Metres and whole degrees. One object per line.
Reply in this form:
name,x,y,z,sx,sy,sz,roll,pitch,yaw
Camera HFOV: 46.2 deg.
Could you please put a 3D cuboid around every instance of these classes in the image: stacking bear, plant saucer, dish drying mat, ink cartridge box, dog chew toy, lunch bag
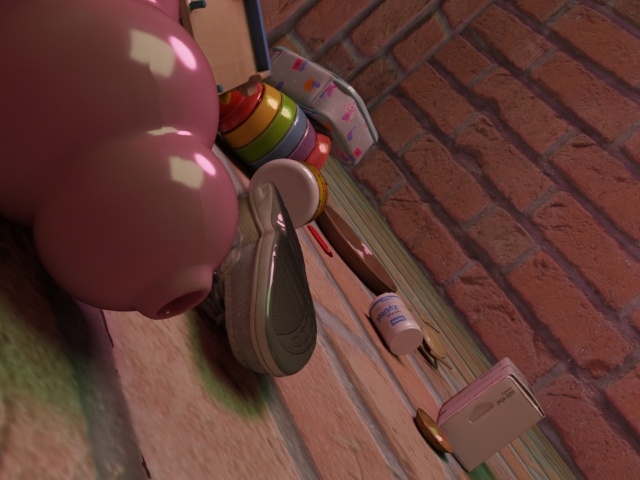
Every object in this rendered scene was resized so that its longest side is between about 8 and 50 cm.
stacking bear,-0.132,-0.227,1.421,0.289,0.164,0.175,40,12,-31
plant saucer,0.170,0.292,1.140,0.083,0.015,0.083,48,7,-9
dish drying mat,0.000,0.000,1.581,0.083,0.008,0.032,55,10,31
plant saucer,0.083,0.026,1.804,0.278,0.041,0.278,48,9,-10
ink cartridge box,0.288,0.290,1.281,0.092,0.158,0.218,52,9,11
dog chew toy,-0.164,-0.099,0.508,0.332,0.207,0.206,60,11,16
lunch bag,-0.014,-0.284,1.597,0.279,0.108,0.224,36,-8,34

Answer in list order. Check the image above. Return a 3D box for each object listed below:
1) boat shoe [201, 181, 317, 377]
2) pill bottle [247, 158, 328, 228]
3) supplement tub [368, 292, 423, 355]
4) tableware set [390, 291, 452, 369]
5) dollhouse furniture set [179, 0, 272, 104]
boat shoe,-0.073,0.037,0.765,0.320,0.103,0.118,-102,171,-62
pill bottle,-0.049,-0.080,1.286,0.117,0.117,0.215,50,8,0
supplement tub,0.140,0.156,1.407,0.071,0.071,0.107,43,9,-39
tableware set,0.211,0.209,1.678,0.194,0.039,0.128,38,25,-30
dollhouse furniture set,-0.223,-0.297,0.976,0.286,0.198,0.303,-53,136,-60
